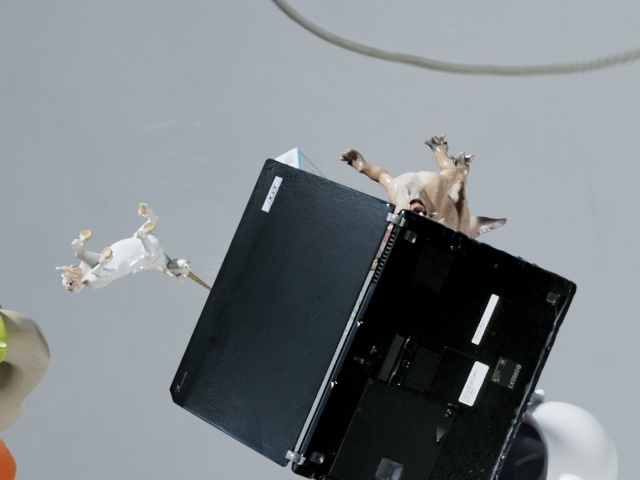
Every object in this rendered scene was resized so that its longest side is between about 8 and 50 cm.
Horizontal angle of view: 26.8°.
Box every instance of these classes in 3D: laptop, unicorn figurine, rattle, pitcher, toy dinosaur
[{"bbox_3d":[0.040,0.088,1.145,0.264,0.136,0.234,23,90,-12],"label":"laptop"},{"bbox_3d":[-0.192,0.016,1.382,0.162,0.111,0.060,-11,58,-13],"label":"unicorn figurine"},{"bbox_3d":[-0.240,0.065,0.823,0.130,0.199,0.143,-38,71,-14],"label":"rattle"},{"bbox_3d":[0.223,0.200,1.384,0.126,0.207,0.177,-17,70,28],"label":"pitcher"},{"bbox_3d":[0.136,-0.014,1.673,0.127,0.296,0.200,-24,60,26],"label":"toy dinosaur"}]

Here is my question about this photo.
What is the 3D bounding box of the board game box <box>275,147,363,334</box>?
[{"bbox_3d":[0.000,0.000,1.267,0.026,0.103,0.154,-26,44,22],"label":"board game box"}]
